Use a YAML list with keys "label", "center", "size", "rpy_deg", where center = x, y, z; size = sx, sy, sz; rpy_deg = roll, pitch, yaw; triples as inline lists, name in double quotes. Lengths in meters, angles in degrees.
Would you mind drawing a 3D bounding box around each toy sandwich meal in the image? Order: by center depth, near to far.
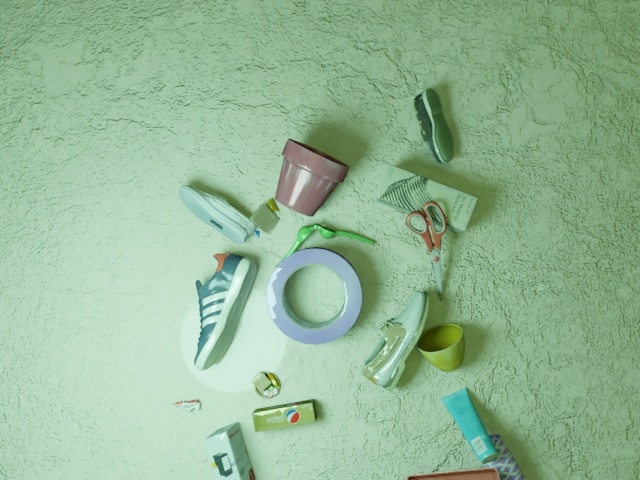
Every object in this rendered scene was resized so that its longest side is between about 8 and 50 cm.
- label: "toy sandwich meal"
  center: [-0.161, 0.429, 1.588]
  size: [0.085, 0.029, 0.086]
  rpy_deg: [0, 84, 5]

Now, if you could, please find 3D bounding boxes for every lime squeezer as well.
- label: "lime squeezer"
  center: [0.000, 0.000, 1.608]
  size: [0.310, 0.059, 0.110]
  rpy_deg: [-15, 83, 2]

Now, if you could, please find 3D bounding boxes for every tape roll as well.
- label: "tape roll"
  center: [-0.017, 0.158, 1.557]
  size: [0.274, 0.090, 0.275]
  rpy_deg: [0, 92, 3]

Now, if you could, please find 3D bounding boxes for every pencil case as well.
- label: "pencil case"
  center: [0.509, 0.644, 1.483]
  size: [0.086, 0.088, 0.206]
  rpy_deg: [-25, 83, 5]

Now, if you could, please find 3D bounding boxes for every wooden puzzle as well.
- label: "wooden puzzle"
  center: [-0.170, -0.067, 1.632]
  size: [0.079, 0.014, 0.116]
  rpy_deg: [49, 64, -9]

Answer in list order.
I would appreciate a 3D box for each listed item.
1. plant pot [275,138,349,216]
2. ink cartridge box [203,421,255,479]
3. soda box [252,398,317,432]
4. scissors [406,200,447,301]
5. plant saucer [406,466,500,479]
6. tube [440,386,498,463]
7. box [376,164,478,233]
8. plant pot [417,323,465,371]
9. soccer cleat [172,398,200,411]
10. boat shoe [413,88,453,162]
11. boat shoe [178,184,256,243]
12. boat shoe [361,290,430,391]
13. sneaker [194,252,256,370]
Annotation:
- label: "plant pot"
  center: [-0.041, -0.177, 1.573]
  size: [0.201, 0.201, 0.180]
  rpy_deg: [28, 102, 7]
- label: "ink cartridge box"
  center: [-0.257, 0.626, 1.526]
  size: [0.072, 0.127, 0.175]
  rpy_deg: [-20, 82, 5]
- label: "soda box"
  center: [-0.104, 0.509, 1.558]
  size: [0.181, 0.061, 0.058]
  rpy_deg: [-11, 84, 3]
- label: "scissors"
  center: [0.340, 0.033, 1.540]
  size: [0.108, 0.021, 0.297]
  rpy_deg: [-21, 100, 18]
- label: "plant saucer"
  center: [0.391, 0.756, 1.466]
  size: [0.258, 0.047, 0.259]
  rpy_deg: [-17, 81, 24]
- label: "tube"
  center: [0.416, 0.509, 1.484]
  size: [0.080, 0.052, 0.207]
  rpy_deg: [-23, 46, -2]
- label: "box"
  center: [0.309, -0.120, 1.577]
  size: [0.274, 0.094, 0.113]
  rpy_deg: [20, 87, 7]
- label: "plant pot"
  center: [0.354, 0.315, 1.521]
  size: [0.134, 0.134, 0.095]
  rpy_deg: [-24, 107, 2]
- label: "soccer cleat"
  center: [-0.401, 0.496, 1.601]
  size: [0.083, 0.029, 0.036]
  rpy_deg: [-5, 79, -1]
- label: "boat shoe"
  center: [0.339, -0.337, 1.614]
  size: [0.081, 0.068, 0.228]
  rpy_deg: [-11, 86, -37]
- label: "boat shoe"
  center: [-0.314, -0.092, 1.635]
  size: [0.258, 0.095, 0.084]
  rpy_deg: [39, 57, 1]
- label: "boat shoe"
  center: [0.217, 0.274, 1.533]
  size: [0.103, 0.113, 0.303]
  rpy_deg: [24, 87, 1]
- label: "sneaker"
  center: [-0.319, 0.201, 1.585]
  size: [0.148, 0.131, 0.350]
  rpy_deg: [20, 80, 13]
